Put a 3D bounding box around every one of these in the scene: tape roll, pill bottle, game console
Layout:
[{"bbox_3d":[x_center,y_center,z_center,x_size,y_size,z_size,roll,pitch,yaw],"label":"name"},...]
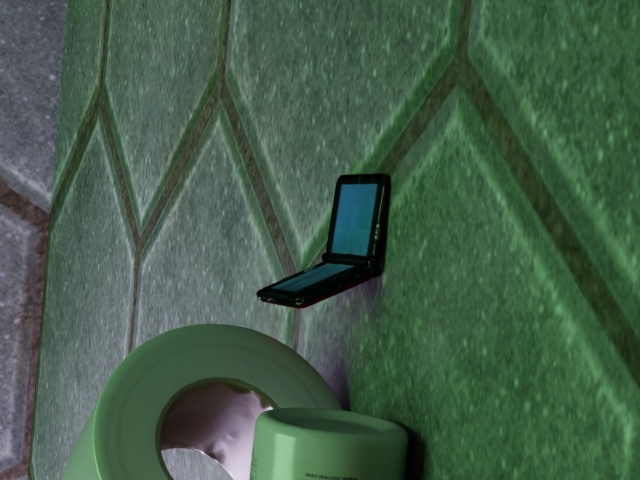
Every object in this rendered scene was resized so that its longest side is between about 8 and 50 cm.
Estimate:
[{"bbox_3d":[-0.108,0.220,1.802,0.169,0.246,0.246,121,149,-56],"label":"tape roll"},{"bbox_3d":[-0.001,0.263,1.635,0.131,0.131,0.229,-159,74,-72],"label":"pill bottle"},{"bbox_3d":[0.000,0.000,1.785,0.085,0.124,0.144,69,165,-7],"label":"game console"}]
